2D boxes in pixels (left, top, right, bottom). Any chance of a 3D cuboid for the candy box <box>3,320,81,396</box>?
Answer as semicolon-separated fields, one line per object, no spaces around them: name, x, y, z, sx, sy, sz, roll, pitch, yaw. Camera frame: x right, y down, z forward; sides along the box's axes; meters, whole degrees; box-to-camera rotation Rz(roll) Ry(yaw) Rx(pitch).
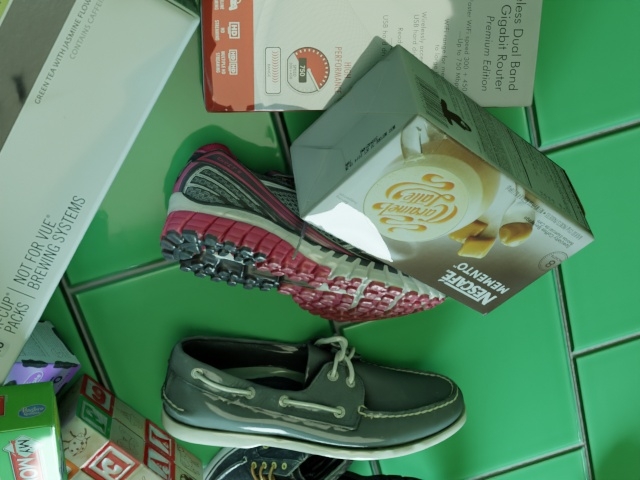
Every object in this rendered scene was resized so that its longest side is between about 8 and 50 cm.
candy box;-0.346;0.147;0.756;0.070;0.196;0.165;45;101;25

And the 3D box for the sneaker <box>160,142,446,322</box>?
sneaker;0.000;0.000;0.806;0.299;0.121;0.112;22;62;-27

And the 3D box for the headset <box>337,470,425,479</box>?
headset;0.001;0.386;0.897;0.394;0.185;0.243;5;112;-24

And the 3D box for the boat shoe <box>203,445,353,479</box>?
boat shoe;-0.050;0.244;0.895;0.183;0.083;0.065;-32;111;3

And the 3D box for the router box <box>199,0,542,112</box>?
router box;0.043;-0.285;0.720;0.301;0.082;0.335;-3;110;-9

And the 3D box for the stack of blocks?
stack of blocks;-0.285;0.307;0.875;0.297;0.087;0.171;-44;111;7

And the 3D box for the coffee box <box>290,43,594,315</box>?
coffee box;0.112;-0.044;0.756;0.246;0.098;0.141;28;126;-35

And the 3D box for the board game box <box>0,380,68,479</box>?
board game box;-0.319;0.243;0.699;0.214;0.046;0.317;-5;134;-16

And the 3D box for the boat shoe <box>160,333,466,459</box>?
boat shoe;-0.002;0.149;0.853;0.320;0.116;0.099;2;113;-5

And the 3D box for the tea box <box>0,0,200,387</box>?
tea box;-0.312;-0.120;0.646;0.324;0.220;0.329;28;103;-18
